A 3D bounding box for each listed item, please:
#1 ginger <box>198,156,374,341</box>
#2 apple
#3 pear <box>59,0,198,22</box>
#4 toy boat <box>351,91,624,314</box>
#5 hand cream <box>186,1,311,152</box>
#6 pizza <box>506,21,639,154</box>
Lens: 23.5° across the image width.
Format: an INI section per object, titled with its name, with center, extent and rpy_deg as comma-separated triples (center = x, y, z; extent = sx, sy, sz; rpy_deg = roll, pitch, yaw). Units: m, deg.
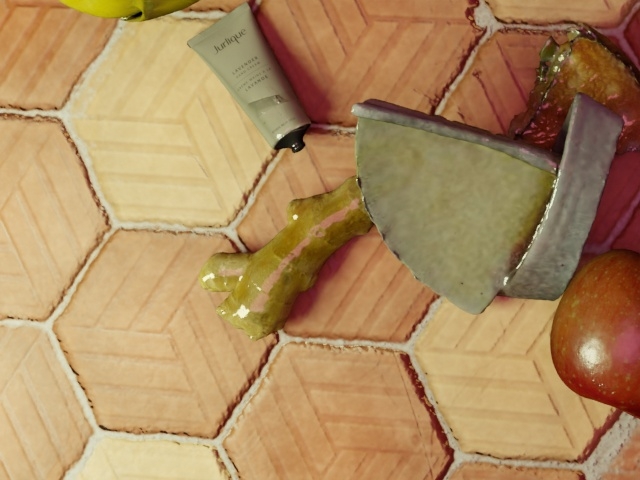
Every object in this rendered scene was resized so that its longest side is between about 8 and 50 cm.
[ginger]
center = 0.000, 0.000, 1.795
extent = 0.299, 0.065, 0.118
rpy_deg = -35, 93, 4
[apple]
center = 0.346, 0.108, 1.702
extent = 0.181, 0.181, 0.168
rpy_deg = 28, 88, 5
[pear]
center = -0.195, -0.407, 1.698
extent = 0.285, 0.285, 0.336
rpy_deg = 20, 93, 6
[toy boat]
center = 0.186, -0.043, 1.728
extent = 0.293, 0.111, 0.276
rpy_deg = 1, 121, 5
[hand cream]
center = -0.073, -0.183, 1.805
extent = 0.087, 0.054, 0.186
rpy_deg = -34, 81, 3
[pizza]
center = 0.282, -0.139, 1.764
extent = 0.195, 0.052, 0.185
rpy_deg = -34, 105, 13
